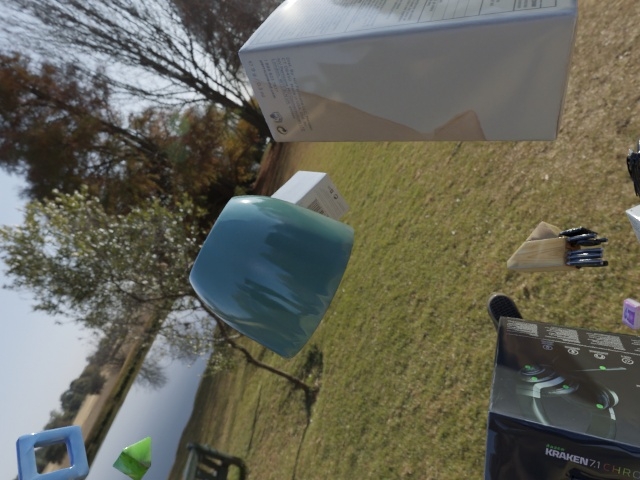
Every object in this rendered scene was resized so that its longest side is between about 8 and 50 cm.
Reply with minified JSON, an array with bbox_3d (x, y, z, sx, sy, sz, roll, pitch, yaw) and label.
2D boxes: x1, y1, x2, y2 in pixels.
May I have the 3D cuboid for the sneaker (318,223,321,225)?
[{"bbox_3d":[0.000,0.000,0.771,0.037,0.083,0.032,-48,42,-8],"label":"sneaker"}]

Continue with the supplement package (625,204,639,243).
[{"bbox_3d":[1.165,-0.034,1.315,0.194,0.203,0.149,-29,17,22],"label":"supplement package"}]

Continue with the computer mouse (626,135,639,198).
[{"bbox_3d":[1.013,-0.271,1.258,0.272,0.188,0.072,-48,32,-18],"label":"computer mouse"}]

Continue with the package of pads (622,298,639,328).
[{"bbox_3d":[0.972,0.228,1.258,0.050,0.032,0.083,-102,3,-71],"label":"package of pads"}]

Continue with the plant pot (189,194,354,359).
[{"bbox_3d":[-0.109,0.049,0.792,0.293,0.235,0.293,-61,9,16],"label":"plant pot"}]

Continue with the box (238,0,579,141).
[{"bbox_3d":[0.090,-0.195,0.436,0.311,0.121,0.148,8,52,26],"label":"box"}]

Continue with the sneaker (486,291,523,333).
[{"bbox_3d":[0.380,0.186,0.784,0.066,0.188,0.071,-22,-5,15],"label":"sneaker"}]

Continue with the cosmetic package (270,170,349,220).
[{"bbox_3d":[-0.038,-0.120,1.316,0.151,0.151,0.184,-46,31,-15],"label":"cosmetic package"}]

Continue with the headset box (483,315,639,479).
[{"bbox_3d":[0.367,0.240,0.558,0.283,0.246,0.131,-34,-55,-60],"label":"headset box"}]

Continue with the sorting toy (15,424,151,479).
[{"bbox_3d":[-0.212,0.316,0.356,0.047,0.196,0.347,-53,39,20],"label":"sorting toy"}]

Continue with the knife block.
[{"bbox_3d":[0.786,0.063,1.330,0.275,0.088,0.242,-61,28,29],"label":"knife block"}]
